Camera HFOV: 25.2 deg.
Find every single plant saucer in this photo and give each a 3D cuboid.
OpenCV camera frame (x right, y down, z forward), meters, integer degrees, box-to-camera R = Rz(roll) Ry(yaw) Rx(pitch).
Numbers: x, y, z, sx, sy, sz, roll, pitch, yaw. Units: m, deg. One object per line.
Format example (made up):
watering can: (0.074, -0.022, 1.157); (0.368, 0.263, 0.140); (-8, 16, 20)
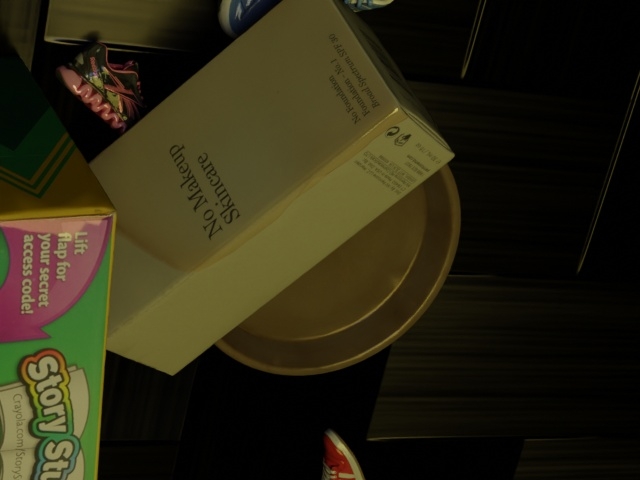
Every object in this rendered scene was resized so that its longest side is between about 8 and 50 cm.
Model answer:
plant saucer: (0.000, 0.000, 1.349); (0.278, 0.041, 0.278); (-10, 120, -18)

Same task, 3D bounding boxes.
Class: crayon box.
crayon box: (-0.255, 0.078, 1.114); (0.106, 0.313, 0.363); (-3, 117, -22)

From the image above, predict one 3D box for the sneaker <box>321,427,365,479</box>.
sneaker: (0.009, 0.250, 1.484); (0.067, 0.042, 0.118); (-30, 126, -10)

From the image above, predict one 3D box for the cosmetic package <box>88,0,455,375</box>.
cosmetic package: (-0.065, -0.048, 1.174); (0.309, 0.160, 0.113); (-38, 148, 12)

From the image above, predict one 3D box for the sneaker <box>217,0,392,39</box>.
sneaker: (0.011, -0.227, 1.208); (0.211, 0.081, 0.080); (-27, 125, -6)

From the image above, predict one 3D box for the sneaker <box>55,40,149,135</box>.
sneaker: (-0.166, -0.122, 1.214); (0.057, 0.047, 0.119); (-51, 126, -6)
